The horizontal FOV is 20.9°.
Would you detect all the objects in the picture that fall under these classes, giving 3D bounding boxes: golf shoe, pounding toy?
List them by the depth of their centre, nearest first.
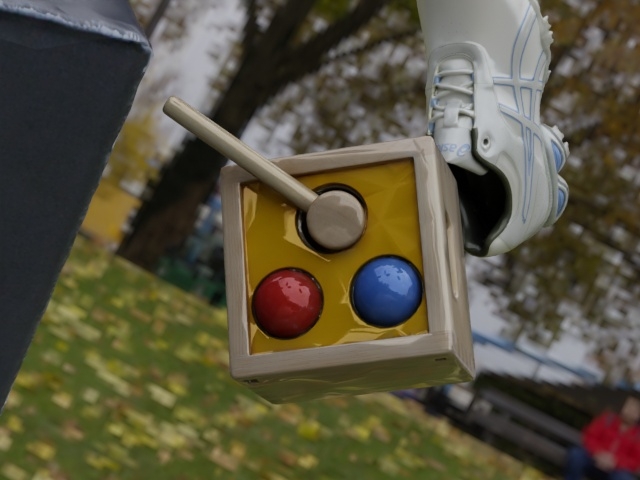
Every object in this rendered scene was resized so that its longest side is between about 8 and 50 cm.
[{"bbox_3d":[0.000,0.000,0.866,0.130,0.141,0.100,-8,-17,12],"label":"pounding toy"},{"bbox_3d":[0.085,-0.074,0.923,0.069,0.086,0.176,-6,-67,35],"label":"golf shoe"}]

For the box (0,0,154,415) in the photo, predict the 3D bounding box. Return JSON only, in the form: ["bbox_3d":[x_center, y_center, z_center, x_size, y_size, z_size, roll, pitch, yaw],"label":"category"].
[{"bbox_3d":[-0.335,-0.048,0.797,0.297,0.480,0.472,10,34,-27],"label":"box"}]
